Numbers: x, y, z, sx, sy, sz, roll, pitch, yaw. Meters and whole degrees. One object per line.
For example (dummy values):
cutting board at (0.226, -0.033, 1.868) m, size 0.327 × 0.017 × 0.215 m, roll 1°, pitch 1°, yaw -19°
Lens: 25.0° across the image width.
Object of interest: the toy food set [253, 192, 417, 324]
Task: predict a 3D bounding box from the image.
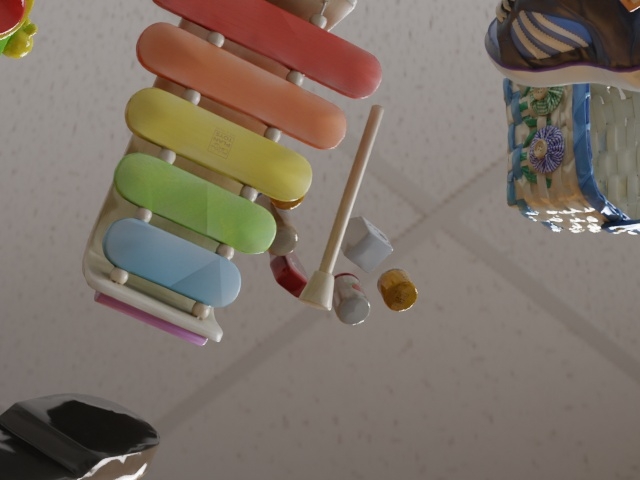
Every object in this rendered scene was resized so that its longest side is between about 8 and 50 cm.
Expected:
toy food set at (0.000, 0.000, 1.605) m, size 0.232 × 0.104 × 0.111 m, roll 37°, pitch -75°, yaw -30°

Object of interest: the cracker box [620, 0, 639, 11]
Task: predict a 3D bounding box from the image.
cracker box at (0.328, -0.293, 1.131) m, size 0.067 × 0.232 × 0.156 m, roll 47°, pitch -28°, yaw -9°

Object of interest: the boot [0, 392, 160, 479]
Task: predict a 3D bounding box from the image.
boot at (-0.222, 0.166, 0.859) m, size 0.305 × 0.112 × 0.115 m, roll 6°, pitch -68°, yaw -55°

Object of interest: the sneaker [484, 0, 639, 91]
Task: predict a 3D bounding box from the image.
sneaker at (0.230, -0.274, 1.424) m, size 0.130 × 0.323 × 0.236 m, roll -40°, pitch -65°, yaw -13°

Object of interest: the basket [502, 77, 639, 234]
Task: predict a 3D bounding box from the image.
basket at (0.364, -0.124, 1.706) m, size 0.289 × 0.254 × 0.201 m, roll -13°, pitch -23°, yaw 32°

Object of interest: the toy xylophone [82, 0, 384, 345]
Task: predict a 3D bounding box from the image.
toy xylophone at (-0.058, -0.071, 1.162) m, size 0.236 × 0.322 × 0.081 m, roll 16°, pitch -7°, yaw -20°

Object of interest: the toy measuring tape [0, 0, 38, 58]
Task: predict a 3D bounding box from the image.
toy measuring tape at (-0.412, -0.318, 1.597) m, size 0.121 × 0.121 × 0.330 m, roll -20°, pitch -38°, yaw 17°
